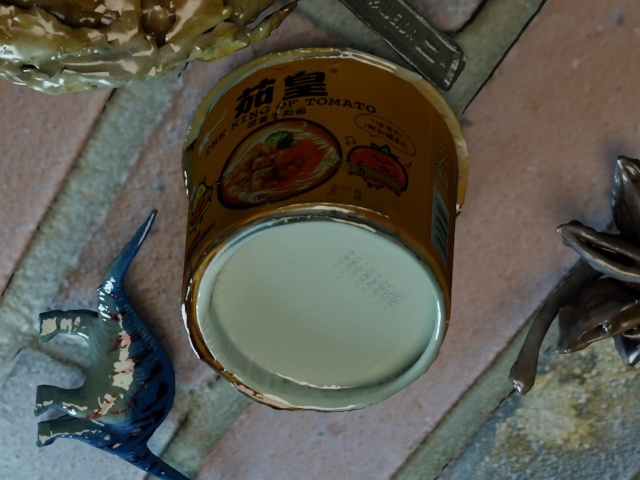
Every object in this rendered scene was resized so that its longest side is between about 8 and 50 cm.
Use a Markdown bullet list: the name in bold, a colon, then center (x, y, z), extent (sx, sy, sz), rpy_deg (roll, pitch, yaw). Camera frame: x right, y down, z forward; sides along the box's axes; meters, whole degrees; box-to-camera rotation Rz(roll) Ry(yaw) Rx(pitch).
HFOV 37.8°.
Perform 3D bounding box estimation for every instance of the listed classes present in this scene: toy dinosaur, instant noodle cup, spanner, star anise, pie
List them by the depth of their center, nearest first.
- **spanner**: center (-0.009, -0.180, 0.572), extent (0.325, 0.026, 0.093), rpy_deg (32, 106, -39)
- **pie**: center (-0.143, -0.222, 0.573), extent (0.308, 0.085, 0.308), rpy_deg (-3, 116, -6)
- **instant noodle cup**: center (0.000, 0.000, 0.635), extent (0.215, 0.172, 0.216), rpy_deg (1, 127, 2)
- **star anise**: center (0.248, 0.031, 0.714), extent (0.231, 0.089, 0.209), rpy_deg (-10, 106, -2)
- **toy dinosaur**: center (-0.178, 0.126, 0.770), extent (0.144, 0.076, 0.329), rpy_deg (-8, 121, -4)
